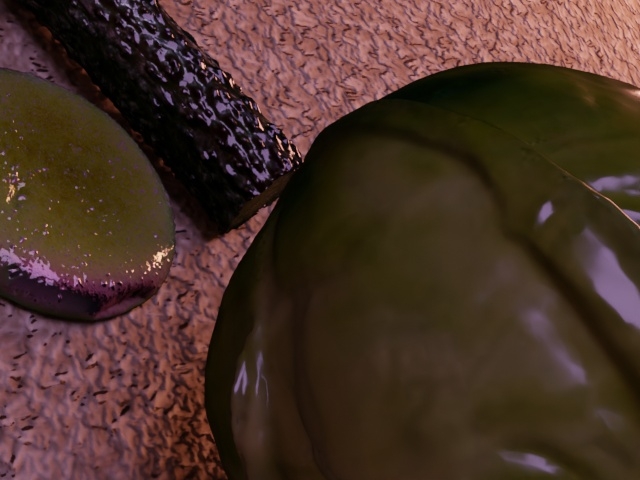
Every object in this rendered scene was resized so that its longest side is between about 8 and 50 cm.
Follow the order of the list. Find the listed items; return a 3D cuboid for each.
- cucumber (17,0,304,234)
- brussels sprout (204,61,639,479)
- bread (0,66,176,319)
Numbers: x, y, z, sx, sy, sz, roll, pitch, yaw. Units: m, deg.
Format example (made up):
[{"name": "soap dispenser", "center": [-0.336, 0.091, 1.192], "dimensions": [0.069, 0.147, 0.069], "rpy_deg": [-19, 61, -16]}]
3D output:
[{"name": "cucumber", "center": [-0.159, -0.163, 1.293], "dimensions": [0.359, 0.096, 0.096], "rpy_deg": [49, 36, 6]}, {"name": "brussels sprout", "center": [0.126, 0.062, 1.053], "dimensions": [0.342, 0.425, 0.361], "rpy_deg": [119, -51, -88]}, {"name": "bread", "center": [-0.201, -0.041, 1.179], "dimensions": [0.228, 0.033, 0.228], "rpy_deg": [26, 42, -25]}]
